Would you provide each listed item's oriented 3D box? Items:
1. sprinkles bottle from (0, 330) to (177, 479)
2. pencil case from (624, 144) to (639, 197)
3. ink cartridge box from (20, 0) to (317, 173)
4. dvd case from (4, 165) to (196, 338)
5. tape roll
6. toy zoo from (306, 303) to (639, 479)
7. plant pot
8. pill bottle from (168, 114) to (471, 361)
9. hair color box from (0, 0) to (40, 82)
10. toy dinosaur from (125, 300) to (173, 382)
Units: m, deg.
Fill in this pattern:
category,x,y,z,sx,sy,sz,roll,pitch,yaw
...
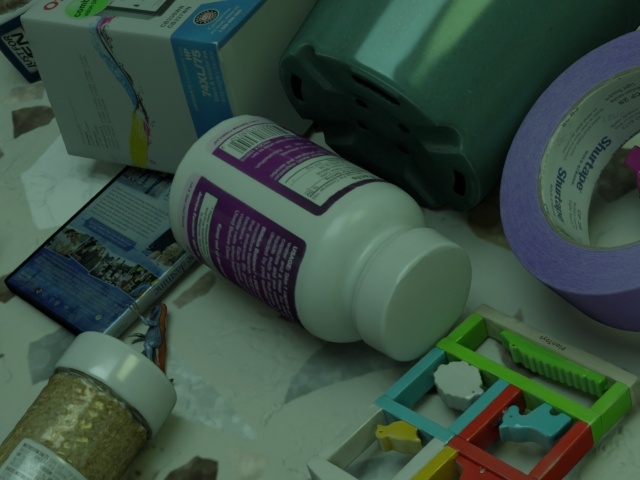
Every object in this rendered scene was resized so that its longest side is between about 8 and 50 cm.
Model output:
category,x,y,z,sx,sy,sz,roll,pitch,yaw
sprinkles bottle,-0.277,0.255,1.365,0.121,0.121,0.355,16,58,31
pencil case,0.374,0.000,1.368,0.104,0.104,0.236,-21,46,1
ink cartridge box,-0.158,-0.209,1.656,0.270,0.197,0.198,11,44,28
dvd case,-0.212,-0.001,1.629,0.180,0.022,0.253,27,64,40
tape roll,0.302,-0.058,1.333,0.275,0.090,0.275,-25,49,32
toy zoo,0.123,0.185,1.306,0.293,0.030,0.192,-40,43,-26
plant pot,0.149,-0.233,1.519,0.341,0.341,0.334,26,71,35
pill bottle,0.000,0.000,1.456,0.169,0.169,0.301,-44,50,-19
hair color box,-0.261,-0.361,1.871,0.347,0.105,0.174,-25,45,12
toy dinosaur,-0.175,0.104,1.531,0.090,0.047,0.082,35,54,3
